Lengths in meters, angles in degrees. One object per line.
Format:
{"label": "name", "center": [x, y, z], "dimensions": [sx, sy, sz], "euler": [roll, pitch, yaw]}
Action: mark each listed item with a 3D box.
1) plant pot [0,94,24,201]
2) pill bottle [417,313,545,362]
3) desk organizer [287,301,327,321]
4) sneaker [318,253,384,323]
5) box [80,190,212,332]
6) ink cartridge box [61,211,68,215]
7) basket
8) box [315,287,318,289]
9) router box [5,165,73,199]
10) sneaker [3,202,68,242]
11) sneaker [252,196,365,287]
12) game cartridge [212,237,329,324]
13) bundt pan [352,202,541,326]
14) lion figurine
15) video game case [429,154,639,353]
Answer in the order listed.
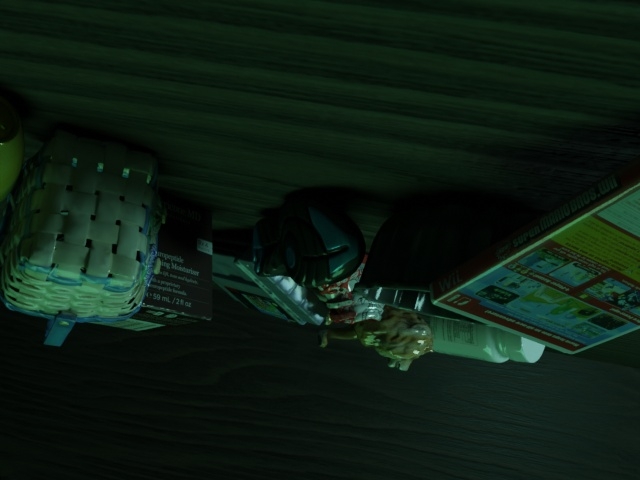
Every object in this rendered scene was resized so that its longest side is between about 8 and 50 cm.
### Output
{"label": "plant pot", "center": [-0.377, -0.111, 0.636], "dimensions": [0.095, 0.134, 0.134], "euler": [-27, 147, 35]}
{"label": "pill bottle", "center": [0.373, 0.202, 1.401], "dimensions": [0.283, 0.160, 0.160], "euler": [2, 167, 44]}
{"label": "desk organizer", "center": [-0.022, 0.168, 1.506], "dimensions": [0.130, 0.050, 0.047], "euler": [-6, 133, -7]}
{"label": "sneaker", "center": [0.023, 0.085, 1.177], "dimensions": [0.270, 0.145, 0.090], "euler": [17, 168, -28]}
{"label": "box", "center": [-0.302, 0.041, 1.022], "dimensions": [0.167, 0.203, 0.168], "euler": [-14, 158, 30]}
{"label": "ink cartridge box", "center": [-0.401, -0.045, 1.204], "dimensions": [0.206, 0.045, 0.208], "euler": [2, 167, 37]}
{"label": "basket", "center": [-0.327, 0.004, 0.806], "dimensions": [0.201, 0.255, 0.289], "euler": [14, 158, -29]}
{"label": "box", "center": [-0.034, 0.115, 1.649], "dimensions": [0.100, 0.060, 0.244], "euler": [12, 170, -3]}
{"label": "router box", "center": [-0.539, -0.098, 1.057], "dimensions": [0.133, 0.046, 0.179], "euler": [6, 169, 23]}
{"label": "sneaker", "center": [-0.562, -0.017, 1.357], "dimensions": [0.295, 0.105, 0.147], "euler": [24, 170, -35]}
{"label": "sneaker", "center": [0.000, 0.000, 0.889], "dimensions": [0.139, 0.125, 0.341], "euler": [-1, -179, -21]}
{"label": "game cartridge", "center": [-0.160, 0.085, 1.309], "dimensions": [0.355, 0.068, 0.230], "euler": [6, 142, 53]}
{"label": "bundt pan", "center": [0.212, 0.037, 0.773], "dimensions": [0.330, 0.124, 0.331], "euler": [10, 169, 2]}
{"label": "lion figurine", "center": [0.087, 0.146, 1.389], "dimensions": [0.240, 0.142, 0.392], "euler": [-6, -146, -19]}
{"label": "video game case", "center": [0.263, 0.015, 0.495], "dimensions": [0.204, 0.025, 0.285], "euler": [21, 140, -27]}
